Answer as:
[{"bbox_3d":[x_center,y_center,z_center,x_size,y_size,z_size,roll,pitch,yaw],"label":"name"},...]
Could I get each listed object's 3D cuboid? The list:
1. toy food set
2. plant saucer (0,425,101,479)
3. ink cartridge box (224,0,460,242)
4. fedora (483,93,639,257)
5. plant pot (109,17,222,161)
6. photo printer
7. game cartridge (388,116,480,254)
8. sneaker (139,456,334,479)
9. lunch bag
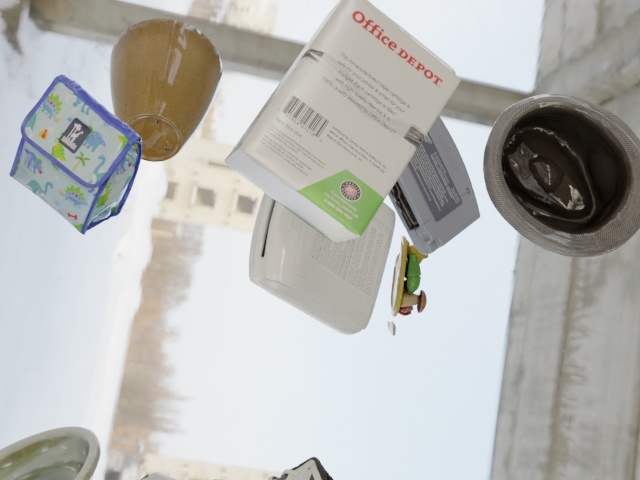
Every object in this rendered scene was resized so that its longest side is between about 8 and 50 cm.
[{"bbox_3d":[0.197,0.101,2.087,0.128,0.071,0.218,144,-46,-86],"label":"toy food set"},{"bbox_3d":[-0.544,0.479,1.644,0.400,0.400,0.100,-115,-179,-73],"label":"plant saucer"},{"bbox_3d":[0.031,-0.165,1.306,0.273,0.198,0.115,-56,-169,-14],"label":"ink cartridge box"},{"bbox_3d":[0.384,-0.100,1.534,0.244,0.275,0.124,-55,177,-5],"label":"fedora"},{"bbox_3d":[-0.326,-0.281,1.940,0.254,0.237,0.237,-90,-165,-46],"label":"plant pot"},{"bbox_3d":[0.000,0.000,1.643,0.107,0.307,0.256,5,-108,35],"label":"photo printer"},{"bbox_3d":[0.196,-0.141,1.844,0.060,0.196,0.294,-18,-79,52],"label":"game cartridge"},{"bbox_3d":[-0.118,0.482,1.714,0.257,0.447,0.169,-47,137,-24],"label":"sneaker"},{"bbox_3d":[-0.288,-0.105,1.147,0.151,0.129,0.096,-57,171,34],"label":"lunch bag"}]
